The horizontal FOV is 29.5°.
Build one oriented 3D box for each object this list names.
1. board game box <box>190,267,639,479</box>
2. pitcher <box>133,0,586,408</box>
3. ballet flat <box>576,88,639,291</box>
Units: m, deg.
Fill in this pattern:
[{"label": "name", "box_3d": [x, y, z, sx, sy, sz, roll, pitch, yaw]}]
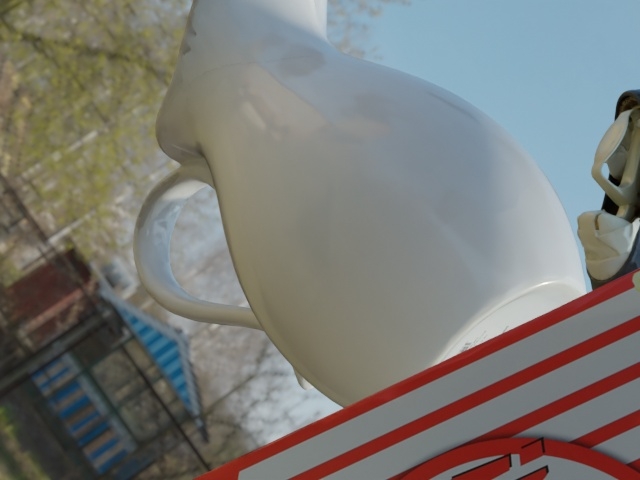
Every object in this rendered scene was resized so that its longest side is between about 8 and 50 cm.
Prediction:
[{"label": "board game box", "box_3d": [0.077, 0.092, 0.309, 0.147, 0.193, 0.045, 64, 1, 21]}, {"label": "pitcher", "box_3d": [0.000, 0.000, 0.518, 0.125, 0.178, 0.207, 1, 38, -44]}, {"label": "ballet flat", "box_3d": [0.235, -0.027, 0.947, 0.074, 0.203, 0.074, 16, -11, 3]}]
